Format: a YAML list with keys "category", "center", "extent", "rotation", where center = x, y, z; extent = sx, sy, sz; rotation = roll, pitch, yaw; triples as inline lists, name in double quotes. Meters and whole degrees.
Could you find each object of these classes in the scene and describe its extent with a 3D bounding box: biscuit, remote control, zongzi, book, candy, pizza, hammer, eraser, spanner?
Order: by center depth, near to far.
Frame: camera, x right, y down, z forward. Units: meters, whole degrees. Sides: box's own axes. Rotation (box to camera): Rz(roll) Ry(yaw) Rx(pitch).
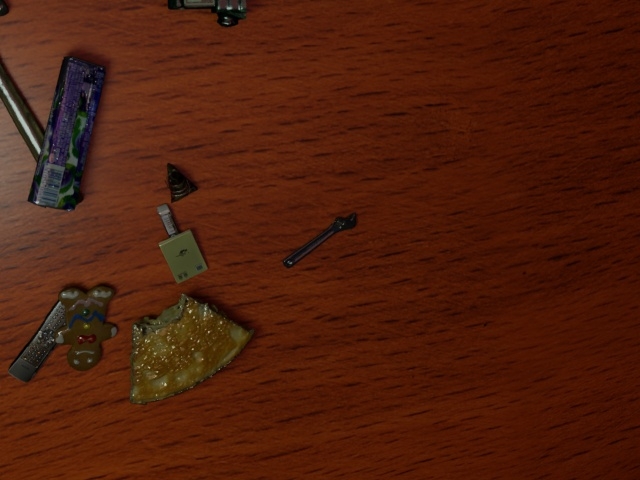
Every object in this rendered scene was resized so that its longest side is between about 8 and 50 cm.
- category: "candy"
  center: [-0.517, -0.216, 1.775]
  extent: [0.088, 0.061, 0.313]
  rotation: [14, 89, -36]
- category: "hammer"
  center: [-0.612, -0.262, 1.776]
  extent: [0.168, 0.044, 0.440]
  rotation: [-30, 110, -9]
- category: "zongzi"
  center: [-0.316, -0.136, 1.901]
  extent: [0.067, 0.073, 0.083]
  rotation: [-27, 149, -9]
- category: "remote control"
  center: [-0.604, 0.216, 1.906]
  extent: [0.059, 0.028, 0.212]
  rotation: [37, 90, -18]
- category: "biscuit"
  center: [-0.515, 0.197, 1.911]
  extent: [0.138, 0.031, 0.205]
  rotation: [-1, 112, -31]
- category: "eraser"
  center: [-0.335, -0.033, 1.931]
  extent: [0.027, 0.019, 0.099]
  rotation: [-25, 113, -11]
- category: "book"
  center: [-0.307, 0.036, 1.947]
  extent: [0.077, 0.014, 0.111]
  rotation: [-26, 122, -10]
- category: "pizza"
  center: [-0.320, 0.231, 1.964]
  extent: [0.323, 0.089, 0.223]
  rotation: [-30, 116, -10]
- category: "spanner"
  center: [0.000, 0.000, 2.046]
  extent: [0.208, 0.012, 0.046]
  rotation: [-36, 112, -6]

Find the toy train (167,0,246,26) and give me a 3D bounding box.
- category: "toy train"
  center: [-0.229, -0.602, 1.765]
  extent: [0.178, 0.138, 0.331]
  rotation: [-5, 104, -11]
